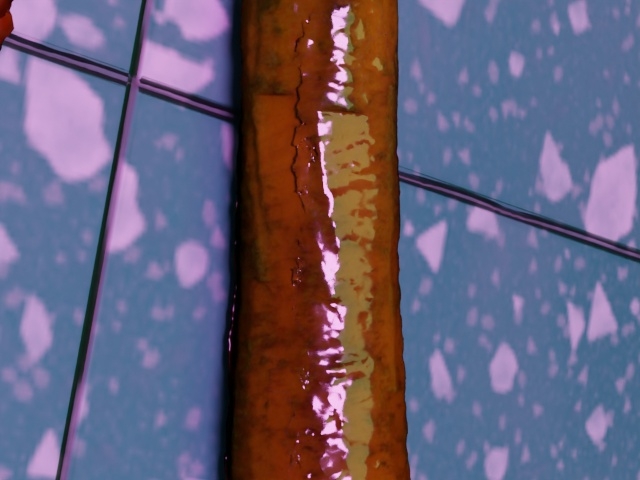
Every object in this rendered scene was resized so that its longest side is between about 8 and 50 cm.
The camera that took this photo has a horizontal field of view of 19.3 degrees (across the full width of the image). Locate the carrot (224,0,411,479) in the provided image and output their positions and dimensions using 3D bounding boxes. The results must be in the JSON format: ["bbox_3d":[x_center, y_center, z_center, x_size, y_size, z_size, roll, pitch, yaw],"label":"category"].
[{"bbox_3d":[0.000,0.000,0.685,0.070,0.070,0.260,-1,93,-46],"label":"carrot"}]

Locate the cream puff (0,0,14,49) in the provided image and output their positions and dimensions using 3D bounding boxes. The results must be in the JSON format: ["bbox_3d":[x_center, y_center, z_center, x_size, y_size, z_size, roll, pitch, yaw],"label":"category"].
[{"bbox_3d":[-0.189,-0.108,0.350,0.350,0.228,0.351,17,66,-43],"label":"cream puff"}]
